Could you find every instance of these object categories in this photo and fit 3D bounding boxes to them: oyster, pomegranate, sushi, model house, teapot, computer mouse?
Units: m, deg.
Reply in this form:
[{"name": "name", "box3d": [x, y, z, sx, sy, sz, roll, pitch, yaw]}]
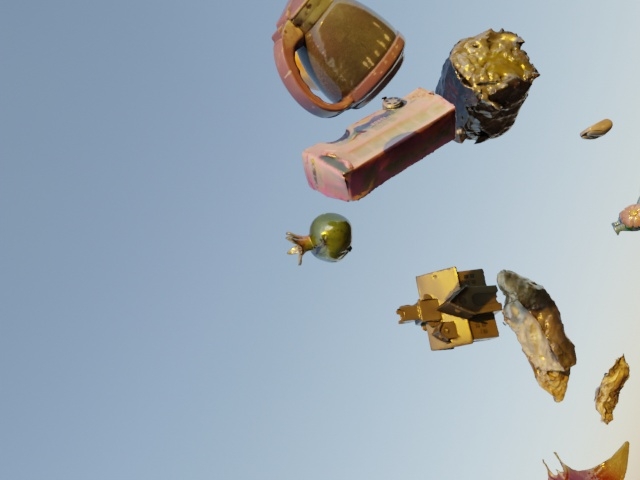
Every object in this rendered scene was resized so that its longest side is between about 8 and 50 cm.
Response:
[{"name": "oyster", "box3d": [0.541, 0.226, 1.248, 0.166, 0.110, 0.341, -2, -109, -43]}, {"name": "oyster", "box3d": [0.651, 0.327, 1.141, 0.108, 0.053, 0.166, -21, -53, -54]}, {"name": "pomegranate", "box3d": [0.000, 0.000, 1.458, 0.191, 0.131, 0.152, -8, -45, -17]}, {"name": "sushi", "box3d": [0.533, -0.497, 1.700, 0.299, 0.281, 0.294, -30, -20, -16]}, {"name": "model house", "box3d": [0.332, 0.183, 1.369, 0.243, 0.204, 0.211, -6, -109, -9]}, {"name": "teapot", "box3d": [0.010, -0.226, 0.611, 0.146, 0.116, 0.148, 39, -86, -18]}, {"name": "computer mouse", "box3d": [0.784, -0.310, 1.444, 0.096, 0.066, 0.039, -25, -100, -18]}]

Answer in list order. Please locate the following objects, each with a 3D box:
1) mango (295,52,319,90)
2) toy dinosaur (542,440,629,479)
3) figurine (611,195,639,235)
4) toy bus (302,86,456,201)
[{"name": "mango", "box3d": [-0.001, -0.458, 1.334, 0.219, 0.145, 0.112, 6, -109, -10]}, {"name": "toy dinosaur", "box3d": [0.726, 0.675, 1.429, 0.113, 0.206, 0.327, -12, -61, -47]}, {"name": "figurine", "box3d": [0.880, -0.059, 1.361, 0.144, 0.178, 0.114, 49, -151, -20]}, {"name": "toy bus", "box3d": [0.106, -0.167, 0.880, 0.274, 0.112, 0.090, -33, -45, -20]}]
